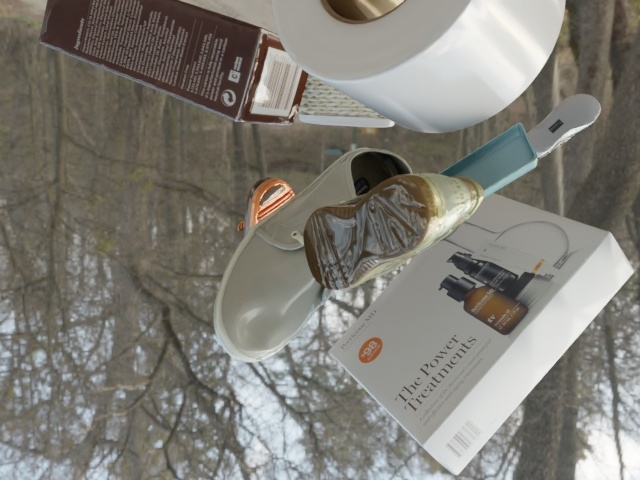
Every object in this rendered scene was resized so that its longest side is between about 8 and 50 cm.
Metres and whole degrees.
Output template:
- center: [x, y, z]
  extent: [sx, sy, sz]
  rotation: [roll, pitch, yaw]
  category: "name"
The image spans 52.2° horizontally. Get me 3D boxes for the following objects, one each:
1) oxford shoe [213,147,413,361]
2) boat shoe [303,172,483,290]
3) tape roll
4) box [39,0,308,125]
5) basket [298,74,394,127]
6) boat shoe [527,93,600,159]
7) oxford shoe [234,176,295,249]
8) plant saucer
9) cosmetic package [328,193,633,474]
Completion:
- center: [0.000, 0.000, 1.031]
  extent: [0.449, 0.169, 0.130]
  rotation: [-49, -160, -27]
  category: "oxford shoe"
- center: [0.068, -0.007, 0.751]
  extent: [0.089, 0.104, 0.285]
  rotation: [-13, 177, -29]
  category: "boat shoe"
- center: [0.097, -0.246, 0.651]
  extent: [0.246, 0.246, 0.169]
  rotation: [11, 178, 39]
  category: "tape roll"
- center: [-0.223, -0.306, 1.030]
  extent: [0.381, 0.143, 0.191]
  rotation: [22, -165, 18]
  category: "box"
- center: [0.051, -0.266, 1.111]
  extent: [0.167, 0.103, 0.113]
  rotation: [7, -138, 14]
  category: "basket"
- center: [0.322, -0.154, 0.894]
  extent: [0.142, 0.049, 0.040]
  rotation: [-34, 170, -18]
  category: "boat shoe"
- center: [-0.122, -0.008, 1.282]
  extent: [0.130, 0.363, 0.133]
  rotation: [-35, -117, -26]
  category: "oxford shoe"
- center: [0.143, -0.053, 0.708]
  extent: [0.192, 0.018, 0.067]
  rotation: [-32, -144, 24]
  category: "plant saucer"
- center: [0.222, 0.111, 0.981]
  extent: [0.097, 0.377, 0.284]
  rotation: [46, 174, -28]
  category: "cosmetic package"
